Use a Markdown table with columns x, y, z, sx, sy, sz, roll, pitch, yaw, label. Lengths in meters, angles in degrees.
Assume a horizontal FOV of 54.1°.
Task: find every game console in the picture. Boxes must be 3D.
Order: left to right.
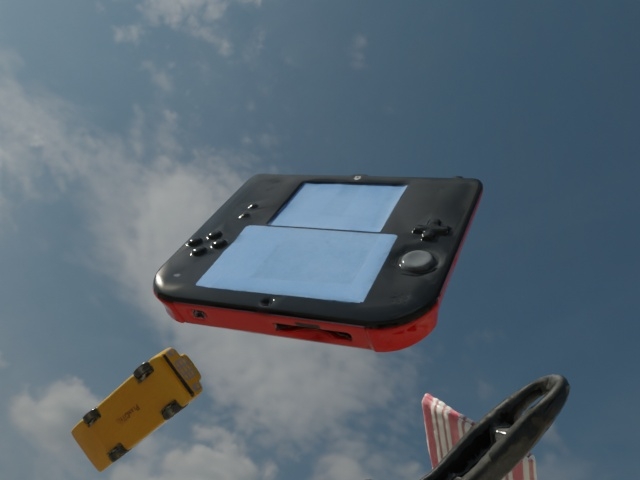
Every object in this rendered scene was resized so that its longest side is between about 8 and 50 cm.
| x | y | z | sx | sy | sz | roll | pitch | yaw | label |
| --- | --- | --- | --- | --- | --- | --- | --- | --- | --- |
| 0.000 | 0.000 | 0.856 | 0.387 | 0.342 | 0.060 | 5 | -50 | 25 | game console |

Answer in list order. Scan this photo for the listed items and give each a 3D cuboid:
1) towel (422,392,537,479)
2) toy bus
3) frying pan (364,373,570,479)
| x | y | z | sx | sy | sz | roll | pitch | yaw | label |
| --- | --- | --- | --- | --- | --- | --- | --- | --- | --- |
| 0.215 | 0.302 | 0.843 | 0.197 | 0.029 | 0.144 | 20 | -52 | 54 | towel |
| -0.345 | 0.322 | 1.206 | 0.333 | 0.130 | 0.108 | -41 | -97 | 26 | toy bus |
| 0.005 | 0.140 | 0.220 | 0.326 | 0.197 | 0.053 | -29 | -79 | -10 | frying pan |
